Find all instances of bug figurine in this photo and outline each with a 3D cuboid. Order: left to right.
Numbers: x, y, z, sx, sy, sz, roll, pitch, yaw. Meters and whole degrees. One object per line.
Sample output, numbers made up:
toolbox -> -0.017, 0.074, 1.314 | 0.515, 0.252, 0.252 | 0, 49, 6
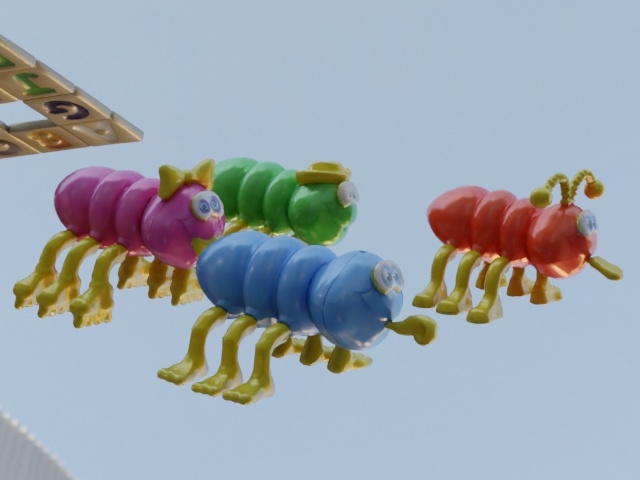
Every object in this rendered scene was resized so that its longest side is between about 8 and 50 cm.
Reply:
bug figurine -> 0.000, 0.000, 0.659 | 0.216, 0.279, 0.072 | 11, -78, 30

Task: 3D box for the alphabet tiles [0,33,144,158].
alphabet tiles -> -0.261, -0.086, 0.922 | 0.237, 0.009, 0.198 | -6, -20, 25
